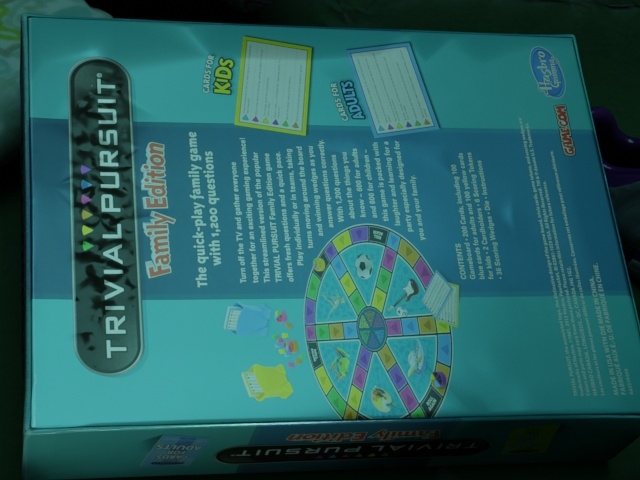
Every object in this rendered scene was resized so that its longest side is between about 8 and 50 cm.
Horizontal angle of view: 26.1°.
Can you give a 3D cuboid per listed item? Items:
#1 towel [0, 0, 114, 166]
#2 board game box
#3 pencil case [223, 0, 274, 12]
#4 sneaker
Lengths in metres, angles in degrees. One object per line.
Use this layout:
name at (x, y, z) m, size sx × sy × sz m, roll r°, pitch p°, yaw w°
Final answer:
towel at (-0.355, -0.137, 0.872) m, size 0.374 × 0.090 × 0.320 m, roll 33°, pitch 49°, yaw 18°
board game box at (0.000, 0.000, 0.789) m, size 0.336 × 0.079 × 0.253 m, roll 0°, pitch 62°, yaw -13°
pencil case at (-0.135, -0.240, 0.937) m, size 0.284 × 0.124 × 0.124 m, roll 10°, pitch 40°, yaw -35°
sneaker at (0.245, -0.011, 0.885) m, size 0.224 × 0.098 × 0.083 m, roll 26°, pitch 46°, yaw 12°
